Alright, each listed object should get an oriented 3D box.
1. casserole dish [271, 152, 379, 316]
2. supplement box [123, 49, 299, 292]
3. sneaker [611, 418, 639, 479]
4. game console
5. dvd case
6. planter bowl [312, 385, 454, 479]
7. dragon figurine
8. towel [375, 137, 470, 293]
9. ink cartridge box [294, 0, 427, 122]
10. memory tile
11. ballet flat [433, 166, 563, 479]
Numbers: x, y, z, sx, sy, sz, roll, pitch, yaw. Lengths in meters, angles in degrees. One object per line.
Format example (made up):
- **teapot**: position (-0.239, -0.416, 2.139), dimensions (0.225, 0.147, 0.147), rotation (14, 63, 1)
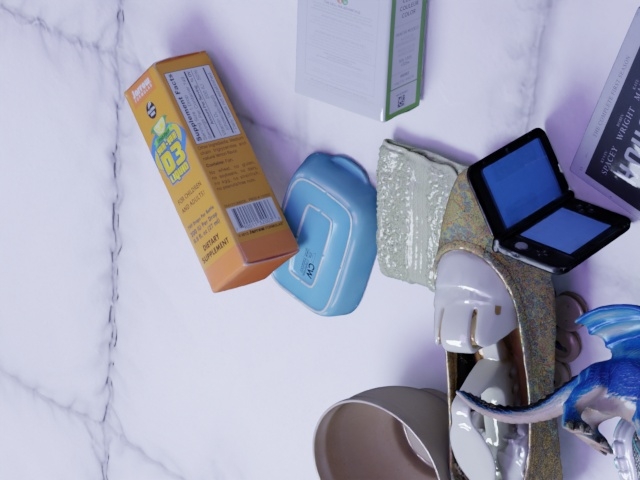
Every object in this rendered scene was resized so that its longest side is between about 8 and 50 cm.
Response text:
- **casserole dish**: position (0.000, 0.000, 1.963), dimensions (0.114, 0.037, 0.188), rotation (37, 132, 24)
- **supplement box**: position (-0.112, -0.070, 1.971), dimensions (0.078, 0.080, 0.233), rotation (-39, 70, 49)
- **sneaker**: position (0.319, 0.237, 1.776), dimensions (0.076, 0.065, 0.167), rotation (-6, 108, 40)
- **game console**: position (0.200, -0.035, 1.699), dimensions (0.107, 0.122, 0.071), rotation (23, 125, 33)
- **dvd case**: position (0.334, -0.066, 1.630), dimensions (0.238, 0.029, 0.179), rotation (37, 131, 22)
- **planter bowl**: position (0.087, 0.210, 1.937), dimensions (0.162, 0.109, 0.162), rotation (20, 123, 33)
- **dragon figurine**: position (0.269, 0.110, 1.700), dimensions (0.289, 0.085, 0.144), rotation (2, 69, 39)
- **towel**: position (0.097, -0.020, 1.871), dimensions (0.110, 0.027, 0.148), rotation (20, 123, 35)
- **ink cartridge box**: position (0.038, -0.224, 1.794), dimensions (0.109, 0.062, 0.209), rotation (22, 124, 33)
- **memory tile**: position (0.194, 0.095, 1.851), dimensions (0.113, 0.012, 0.148), rotation (30, 128, 28)
- **ballet flat**: position (0.155, 0.108, 1.801), dimensions (0.123, 0.123, 0.349), rotation (9, 117, 39)
